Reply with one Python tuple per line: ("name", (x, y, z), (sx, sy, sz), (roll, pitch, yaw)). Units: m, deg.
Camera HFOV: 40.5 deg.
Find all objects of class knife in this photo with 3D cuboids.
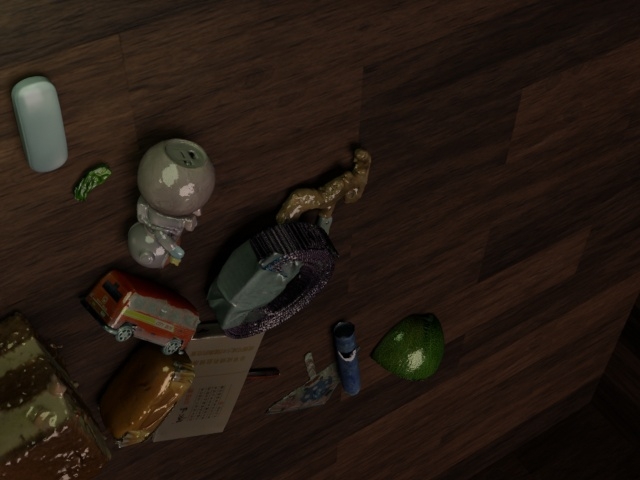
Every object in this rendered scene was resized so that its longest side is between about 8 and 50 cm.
("knife", (0.000, 0.000, 2.066), (0.044, 0.023, 0.162), (-13, 137, -31))

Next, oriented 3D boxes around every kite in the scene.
("kite", (-0.018, 0.410, 2.509), (0.335, 0.011, 0.314), (-34, 145, -12))

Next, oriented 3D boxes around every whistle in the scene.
("whistle", (0.079, 0.339, 2.464), (0.062, 0.062, 0.304), (-29, 142, -17))

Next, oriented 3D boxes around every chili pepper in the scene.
("chili pepper", (-0.410, -0.104, 1.556), (0.091, 0.030, 0.034), (-43, 171, 7))

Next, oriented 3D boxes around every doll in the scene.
("doll", (-0.293, -0.056, 1.637), (0.150, 0.151, 0.287), (-9, 141, -37))

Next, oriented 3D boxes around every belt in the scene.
("belt", (-0.114, 0.091, 1.957), (0.325, 0.122, 0.260), (-44, 150, 24))

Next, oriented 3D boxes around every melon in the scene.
("melon", (0.304, 0.320, 2.621), (0.265, 0.129, 0.169), (-1, 126, -42))

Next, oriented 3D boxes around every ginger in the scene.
("ginger", (0.016, -0.097, 1.946), (0.258, 0.065, 0.149), (-38, 148, -7))

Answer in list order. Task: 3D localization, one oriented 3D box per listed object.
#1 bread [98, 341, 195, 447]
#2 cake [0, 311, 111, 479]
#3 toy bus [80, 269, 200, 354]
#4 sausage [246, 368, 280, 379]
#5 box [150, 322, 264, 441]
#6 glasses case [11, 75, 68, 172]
("bread", (-0.396, 0.338, 1.960), (0.241, 0.136, 0.107), (-51, 142, 13))
("cake", (-0.590, 0.350, 1.661), (0.282, 0.290, 0.256), (-30, 143, -10))
("toy bus", (-0.361, 0.151, 1.812), (0.120, 0.121, 0.265), (-55, 144, 3))
("sausage", (-0.177, 0.354, 2.284), (0.198, 0.025, 0.028), (4, 168, -45))
("box", (-0.284, 0.348, 2.134), (0.204, 0.051, 0.365), (-1, 129, -34))
("glasses case", (-0.454, -0.186, 1.409), (0.067, 0.045, 0.179), (-23, 141, -25))
